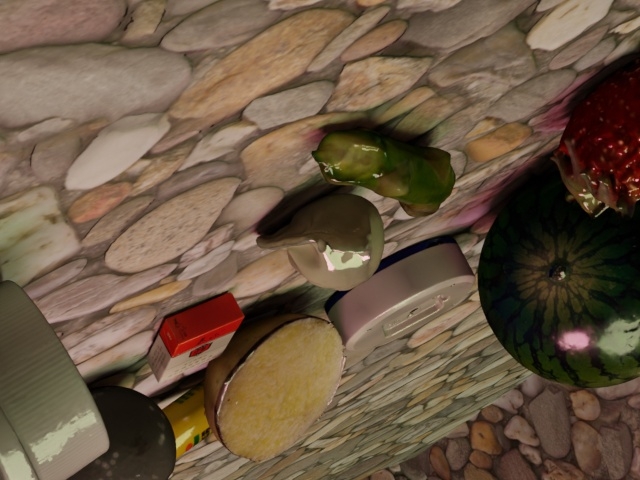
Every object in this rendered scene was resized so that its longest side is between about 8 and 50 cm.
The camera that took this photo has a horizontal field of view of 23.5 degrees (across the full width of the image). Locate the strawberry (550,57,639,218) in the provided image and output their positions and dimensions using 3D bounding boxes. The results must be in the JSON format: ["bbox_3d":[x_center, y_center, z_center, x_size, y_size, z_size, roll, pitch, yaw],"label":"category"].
[{"bbox_3d":[0.415,-0.177,1.989,0.306,0.137,0.233,-53,-174,-4],"label":"strawberry"}]

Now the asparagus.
[{"bbox_3d":[0.080,-0.081,1.745,0.085,0.082,0.343,5,176,21],"label":"asparagus"}]

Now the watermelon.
[{"bbox_3d":[0.401,0.051,2.267,0.363,0.363,0.363,-27,165,-8],"label":"watermelon"}]

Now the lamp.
[{"bbox_3d":[-0.324,0.318,2.131,0.182,0.182,0.314,-13,162,-45],"label":"lamp"}]

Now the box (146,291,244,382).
[{"bbox_3d":[-0.167,0.130,2.044,0.100,0.048,0.152,-25,167,-25],"label":"box"}]

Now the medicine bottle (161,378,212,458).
[{"bbox_3d":[-0.237,0.296,2.315,0.309,0.076,0.111,-33,174,-26],"label":"medicine bottle"}]

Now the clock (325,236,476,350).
[{"bbox_3d":[0.125,0.085,2.361,0.230,0.083,0.230,-29,166,-8],"label":"clock"}]

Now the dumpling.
[{"bbox_3d":[0.000,0.003,1.841,0.155,0.111,0.181,5,152,-5],"label":"dumpling"}]

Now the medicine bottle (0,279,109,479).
[{"bbox_3d":[-0.384,0.197,1.489,0.306,0.245,0.245,-32,167,-19],"label":"medicine bottle"}]

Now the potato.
[{"bbox_3d":[-0.082,0.187,2.241,0.239,0.116,0.299,-44,151,-5],"label":"potato"}]
